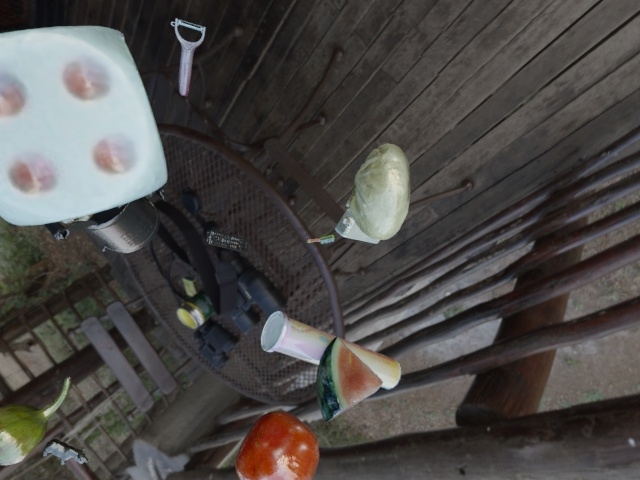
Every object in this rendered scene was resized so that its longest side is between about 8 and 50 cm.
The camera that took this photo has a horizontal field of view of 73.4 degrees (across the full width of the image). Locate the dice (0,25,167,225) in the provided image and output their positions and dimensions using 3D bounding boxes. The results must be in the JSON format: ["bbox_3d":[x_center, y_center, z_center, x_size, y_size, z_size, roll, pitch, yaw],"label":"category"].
[{"bbox_3d":[-0.428,-0.188,0.720,0.264,0.262,0.268,28,135,59],"label":"dice"}]

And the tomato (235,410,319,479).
[{"bbox_3d":[-0.117,0.580,1.147,0.232,0.232,0.188,-10,137,43],"label":"tomato"}]

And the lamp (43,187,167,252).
[{"bbox_3d":[-0.634,-0.079,1.310,0.205,0.374,0.272,37,144,18],"label":"lamp"}]

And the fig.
[{"bbox_3d":[-0.748,0.459,1.120,0.149,0.245,0.149,44,159,22],"label":"fig"}]

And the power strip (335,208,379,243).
[{"bbox_3d":[0.158,-0.050,1.602,0.058,0.338,0.098,41,106,28],"label":"power strip"}]

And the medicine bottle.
[{"bbox_3d":[0.042,0.316,1.196,0.426,0.108,0.108,28,144,-28],"label":"medicine bottle"}]

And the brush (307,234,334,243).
[{"bbox_3d":[0.000,0.000,1.292,0.083,0.021,0.019,-9,131,12],"label":"brush"}]

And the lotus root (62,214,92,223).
[{"bbox_3d":[-0.547,-0.123,0.988,0.113,0.192,0.088,-17,139,13],"label":"lotus root"}]

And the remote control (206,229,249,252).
[{"bbox_3d":[-0.378,0.005,1.775,0.025,0.245,0.063,0,80,29],"label":"remote control"}]

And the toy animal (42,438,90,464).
[{"bbox_3d":[-0.768,0.646,1.304,0.135,0.047,0.065,29,119,-7],"label":"toy animal"}]

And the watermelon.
[{"bbox_3d":[0.054,0.361,1.116,0.136,0.202,0.207,-16,63,35],"label":"watermelon"}]

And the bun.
[{"bbox_3d":[0.124,-0.110,0.979,0.127,0.222,0.222,1,126,-4],"label":"bun"}]

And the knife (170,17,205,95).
[{"bbox_3d":[-0.518,-0.679,1.627,0.123,0.053,0.278,15,124,-7],"label":"knife"}]
